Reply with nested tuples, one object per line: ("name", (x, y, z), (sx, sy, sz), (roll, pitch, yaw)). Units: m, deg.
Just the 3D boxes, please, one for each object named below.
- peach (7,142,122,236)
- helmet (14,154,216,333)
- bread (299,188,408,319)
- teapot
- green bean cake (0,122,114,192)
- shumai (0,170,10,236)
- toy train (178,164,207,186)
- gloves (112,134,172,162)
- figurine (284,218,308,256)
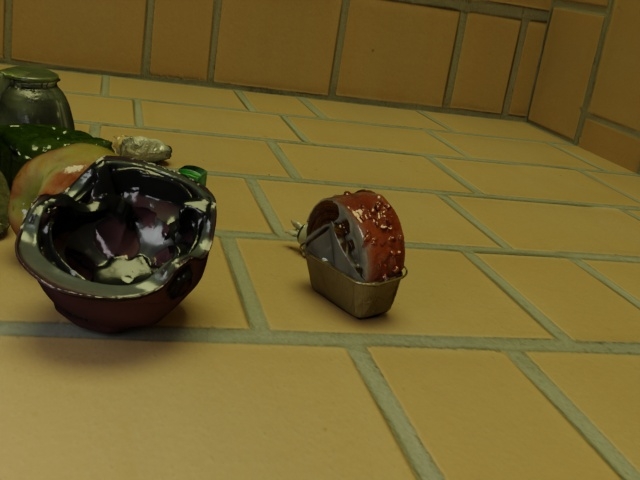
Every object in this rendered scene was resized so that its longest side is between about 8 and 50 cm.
("peach", (-0.425, -0.065, 1.486), (0.232, 0.233, 0.256), (21, 13, 33))
("helmet", (-0.312, 0.029, 1.277), (0.270, 0.197, 0.338), (21, 44, 7))
("bread", (0.065, 0.016, 1.477), (0.142, 0.212, 0.224), (-9, 24, -33))
("teapot", (-0.776, -0.320, 2.043), (0.321, 0.240, 0.239), (-2, 20, -26))
("green bean cake", (-0.616, -0.172, 1.810), (0.249, 0.156, 0.247), (22, 21, 36))
("shumai", (-0.689, -0.069, 1.541), (0.120, 0.201, 0.201), (-30, -4, 32))
("toy train", (-0.309, -0.081, 1.739), (0.085, 0.119, 0.251), (13, 17, 8))
("gloves", (-0.484, -0.248, 2.232), (0.153, 0.070, 0.114), (-3, 15, -32))
("figurine", (-0.004, 0.009, 1.714), (0.146, 0.081, 0.098), (25, -20, 51))
